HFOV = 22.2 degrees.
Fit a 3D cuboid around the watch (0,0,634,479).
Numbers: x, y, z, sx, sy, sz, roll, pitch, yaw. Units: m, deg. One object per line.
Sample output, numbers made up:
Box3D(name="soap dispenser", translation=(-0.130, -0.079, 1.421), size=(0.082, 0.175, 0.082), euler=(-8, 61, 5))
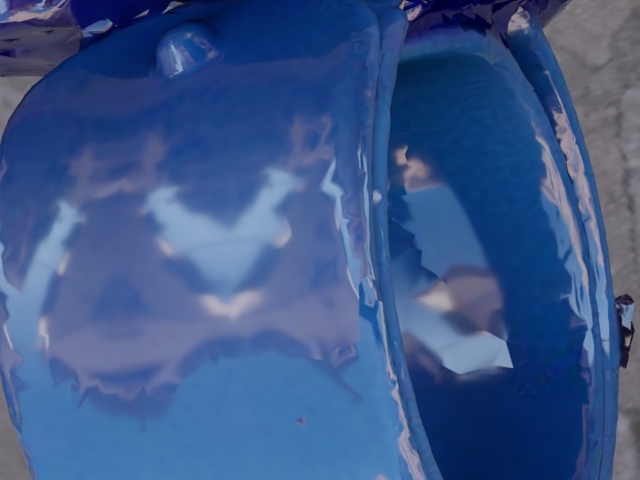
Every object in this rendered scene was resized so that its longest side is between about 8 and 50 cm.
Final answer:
Box3D(name="watch", translation=(0.001, -0.002, 0.422), size=(0.171, 0.196, 0.200), euler=(-13, 79, 35))
